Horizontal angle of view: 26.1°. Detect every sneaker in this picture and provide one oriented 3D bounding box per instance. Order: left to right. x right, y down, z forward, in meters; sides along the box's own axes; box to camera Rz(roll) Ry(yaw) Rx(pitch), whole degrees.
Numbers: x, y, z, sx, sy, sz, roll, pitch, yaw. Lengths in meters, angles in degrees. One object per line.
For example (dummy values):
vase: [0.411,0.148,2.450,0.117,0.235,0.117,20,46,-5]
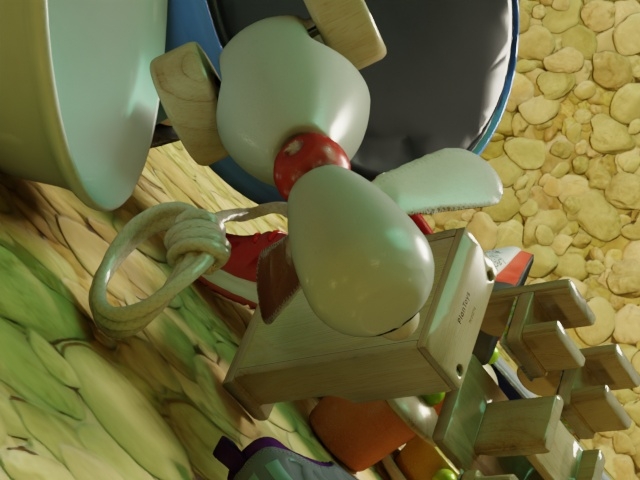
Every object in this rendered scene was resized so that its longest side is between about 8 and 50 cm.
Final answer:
sneaker: [0.000,0.000,1.068,0.221,0.128,0.087,22,11,18]
sneaker: [0.032,0.164,0.783,0.224,0.083,0.098,39,6,-48]
sneaker: [0.100,0.034,1.206,0.145,0.090,0.270,21,10,10]

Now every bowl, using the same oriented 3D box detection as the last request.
bowl: [-0.188,-0.168,0.858,0.134,0.297,0.298,3,4,6]
bowl: [0.021,-0.208,1.132,0.077,0.391,0.391,-7,-42,48]

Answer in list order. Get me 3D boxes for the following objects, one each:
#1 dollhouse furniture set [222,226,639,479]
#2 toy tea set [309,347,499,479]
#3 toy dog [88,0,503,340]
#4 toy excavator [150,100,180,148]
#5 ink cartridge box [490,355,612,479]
dollhouse furniture set: [0.079,0.119,0.937,0.242,0.161,0.212,50,45,-31]
toy tea set: [0.082,0.121,1.157,0.200,0.124,0.336,46,6,-10]
toy dog: [0.001,-0.035,0.880,0.161,0.220,0.333,55,28,-38]
toy excavator: [-0.211,-0.326,1.139,0.445,0.432,0.222,15,-16,-41]
ink cartridge box: [0.199,0.186,1.424,0.324,0.071,0.330,49,5,22]
